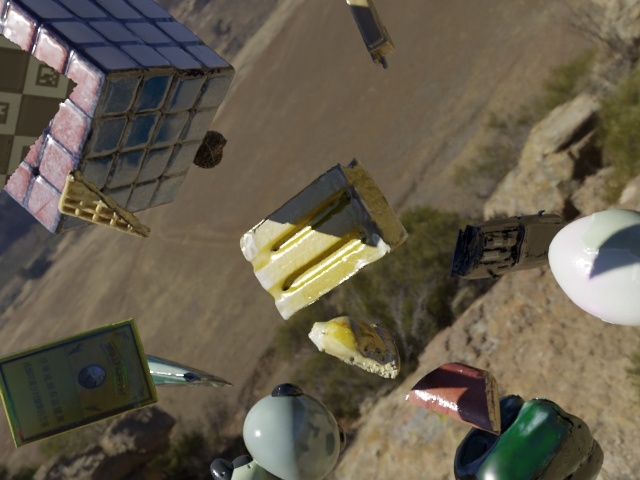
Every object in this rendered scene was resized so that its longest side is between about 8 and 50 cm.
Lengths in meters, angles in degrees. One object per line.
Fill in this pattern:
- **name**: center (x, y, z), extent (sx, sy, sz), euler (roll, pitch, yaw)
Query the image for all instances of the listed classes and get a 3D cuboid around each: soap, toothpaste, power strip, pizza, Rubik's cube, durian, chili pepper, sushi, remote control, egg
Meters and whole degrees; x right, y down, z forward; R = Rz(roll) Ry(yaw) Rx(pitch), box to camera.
- **soap**: center (0.000, 0.000, 1.655), extent (0.315, 0.199, 0.091), euler (-37, -8, 37)
- **toothpaste**: center (-0.335, 0.224, 1.480), extent (0.392, 0.099, 0.061), euler (4, 78, 29)
- **power strip**: center (0.070, -0.456, 1.568), extent (0.044, 0.305, 0.064), euler (-25, -12, 17)
- **pizza**: center (0.091, 0.218, 1.824), extent (0.204, 0.188, 0.080), euler (-130, 52, -62)
- **Rubik's cube**: center (-0.429, -0.262, 1.565), extent (0.337, 0.344, 0.344), euler (-23, -31, -56)
- **durian**: center (-0.230, -0.189, 1.748), extent (0.091, 0.080, 0.080), euler (-25, 2, -33)
- **chili pepper**: center (0.406, 0.445, 1.673), extent (0.257, 0.233, 0.248), euler (-44, 5, -20)
- **sushi**: center (-0.499, -0.160, 1.048), extent (0.294, 0.292, 0.059), euler (-51, 47, 2)
- **remote control**: center (0.425, 0.009, 1.853), extent (0.062, 0.399, 0.144), euler (22, 110, 40)
- **egg**: center (0.467, 0.041, 1.334), extent (0.217, 0.183, 0.183), euler (9, 54, 34)

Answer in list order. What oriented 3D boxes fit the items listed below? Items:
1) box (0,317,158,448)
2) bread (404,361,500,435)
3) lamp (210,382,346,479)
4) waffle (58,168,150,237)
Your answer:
- **box**: center (-0.376, 0.216, 1.305), extent (0.220, 0.140, 0.064), euler (-15, -1, -16)
- **bread**: center (0.249, 0.263, 1.475), extent (0.192, 0.067, 0.119), euler (11, 52, 42)
- **lamp**: center (-0.076, 0.406, 1.625), extent (0.244, 0.198, 0.198), euler (-46, 17, -6)
- **waffle**: center (-0.324, -0.054, 1.303), extent (0.097, 0.153, 0.023), euler (-49, 29, 46)
